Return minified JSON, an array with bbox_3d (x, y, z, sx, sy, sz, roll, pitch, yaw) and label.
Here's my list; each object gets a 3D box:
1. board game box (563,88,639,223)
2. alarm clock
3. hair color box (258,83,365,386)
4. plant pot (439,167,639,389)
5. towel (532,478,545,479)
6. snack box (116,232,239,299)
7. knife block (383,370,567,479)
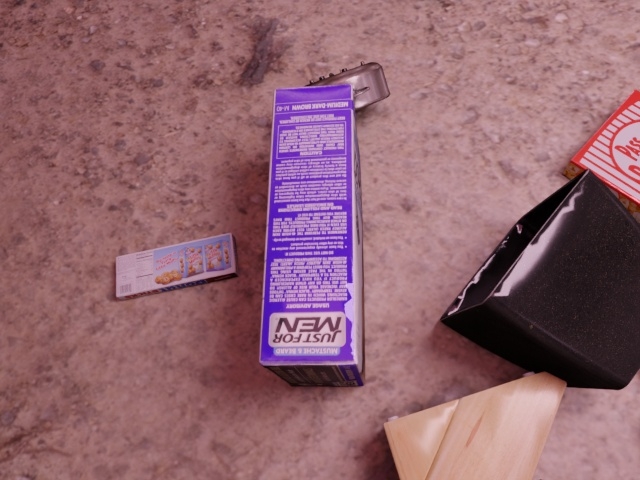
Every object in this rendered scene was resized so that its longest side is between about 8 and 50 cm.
[{"bbox_3d":[0.455,-0.093,0.697,0.193,0.045,0.147,40,80,21],"label":"board game box"},{"bbox_3d":[0.036,-0.213,0.750,0.129,0.192,0.064,-20,109,-2],"label":"alarm clock"},{"bbox_3d":[0.000,0.000,0.655,0.110,0.185,0.339,-1,68,7],"label":"hair color box"},{"bbox_3d":[0.277,0.065,0.595,0.167,0.188,0.187,39,78,9],"label":"plant pot"},{"bbox_3d":[0.259,0.409,0.486,0.235,0.121,0.284,25,72,16],"label":"towel"},{"bbox_3d":[-0.209,0.038,0.761,0.178,0.022,0.064,-12,66,4],"label":"snack box"},{"bbox_3d":[0.167,0.297,0.561,0.275,0.088,0.242,-19,67,1],"label":"knife block"}]
